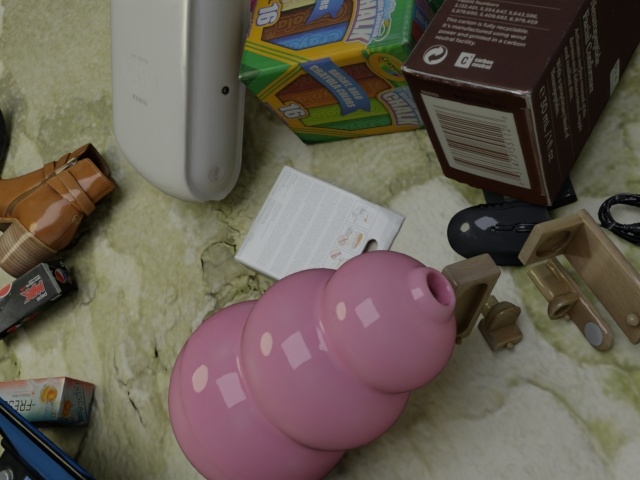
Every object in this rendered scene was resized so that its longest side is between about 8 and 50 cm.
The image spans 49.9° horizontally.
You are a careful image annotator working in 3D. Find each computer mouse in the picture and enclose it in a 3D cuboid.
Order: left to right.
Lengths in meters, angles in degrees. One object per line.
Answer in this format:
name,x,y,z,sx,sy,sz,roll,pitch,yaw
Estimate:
computer mouse,0.251,-0.013,0.719,0.242,0.041,0.071,-5,83,23

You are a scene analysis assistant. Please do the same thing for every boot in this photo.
boot,-0.469,-0.093,1.141,0.220,0.109,0.283,-44,48,0

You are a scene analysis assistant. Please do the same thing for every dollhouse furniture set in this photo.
dollhouse furniture set,0.202,0.078,0.658,0.151,0.144,0.123,-15,54,-19

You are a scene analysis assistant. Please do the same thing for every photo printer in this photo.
photo printer,-0.205,-0.215,0.963,0.256,0.107,0.308,32,125,43

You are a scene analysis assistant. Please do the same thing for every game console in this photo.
game console,-0.363,0.339,0.829,0.293,0.173,0.250,24,81,32

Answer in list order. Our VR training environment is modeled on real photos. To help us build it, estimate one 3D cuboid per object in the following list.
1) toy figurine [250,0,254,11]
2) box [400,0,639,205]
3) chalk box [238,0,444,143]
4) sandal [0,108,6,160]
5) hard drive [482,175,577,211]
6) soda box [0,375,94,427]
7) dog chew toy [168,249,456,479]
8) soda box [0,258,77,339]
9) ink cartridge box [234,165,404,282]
toy figurine,-0.119,-0.450,1.123,0.173,0.130,0.159,-15,73,-4
box,0.253,-0.248,0.722,0.143,0.191,0.381,21,72,33
chalk box,0.075,-0.251,0.858,0.288,0.180,0.179,-3,66,30
sandal,-0.702,-0.079,1.239,0.107,0.167,0.446,-14,60,44
hard drive,0.228,-0.090,0.793,0.094,0.022,0.135,-20,60,21
soda box,-0.414,0.235,0.986,0.183,0.058,0.063,-9,64,27
dog chew toy,-0.004,0.123,0.678,0.332,0.206,0.207,-37,52,35
soda box,-0.467,0.096,1.070,0.168,0.053,0.060,-32,88,13
ink cartridge box,0.000,0.000,0.883,0.179,0.045,0.145,25,81,17
